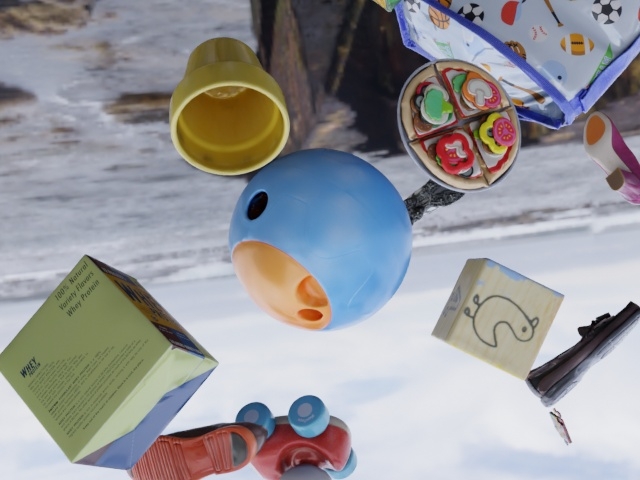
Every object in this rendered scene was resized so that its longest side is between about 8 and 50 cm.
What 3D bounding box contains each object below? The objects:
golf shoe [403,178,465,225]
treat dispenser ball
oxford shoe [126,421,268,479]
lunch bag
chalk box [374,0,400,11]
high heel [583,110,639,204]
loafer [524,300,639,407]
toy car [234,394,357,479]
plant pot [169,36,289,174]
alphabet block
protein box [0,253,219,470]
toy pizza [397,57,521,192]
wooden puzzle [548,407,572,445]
[{"bbox_3d":[0.258,-0.105,2.003,0.198,0.077,0.094,-29,-176,18],"label":"golf shoe"},{"bbox_3d":[0.000,0.000,1.359,0.288,0.288,0.288,-7,178,0],"label":"treat dispenser ball"},{"bbox_3d":[-0.215,0.369,1.498,0.271,0.096,0.098,-13,180,22],"label":"oxford shoe"},{"bbox_3d":[0.366,-0.397,1.458,0.385,0.328,0.239,38,172,29],"label":"lunch bag"},{"bbox_3d":[0.122,-0.503,1.195,0.289,0.180,0.179,-43,152,-8],"label":"chalk box"},{"bbox_3d":[0.653,-0.179,1.877,0.117,0.244,0.082,20,129,-29],"label":"high heel"},{"bbox_3d":[0.571,0.231,1.888,0.302,0.095,0.109,-46,154,4],"label":"loafer"},{"bbox_3d":[-0.048,0.449,1.609,0.210,0.238,0.219,-10,137,15],"label":"toy car"},{"bbox_3d":[-0.205,-0.314,1.896,0.254,0.239,0.254,-6,137,-5],"label":"plant pot"},{"bbox_3d":[0.372,0.163,1.846,0.192,0.197,0.193,25,177,0],"label":"alphabet block"},{"bbox_3d":[-0.292,0.168,1.185,0.201,0.200,0.136,40,179,28],"label":"protein box"},{"bbox_3d":[0.203,-0.167,1.224,0.201,0.201,0.032,-6,170,-23],"label":"toy pizza"},{"bbox_3d":[0.439,0.341,1.582,0.006,0.083,0.049,-25,-169,-7],"label":"wooden puzzle"}]
